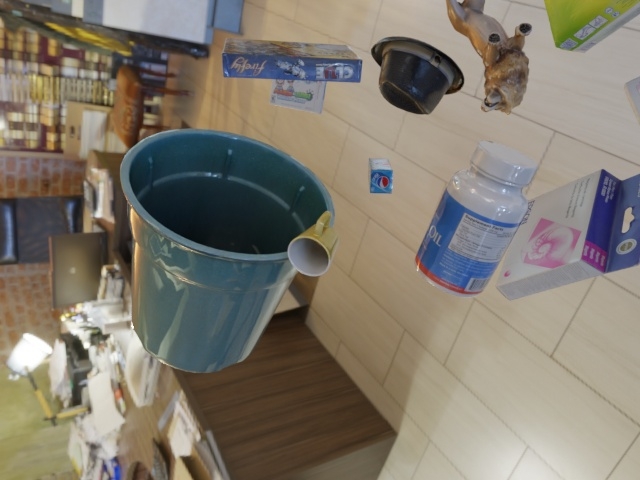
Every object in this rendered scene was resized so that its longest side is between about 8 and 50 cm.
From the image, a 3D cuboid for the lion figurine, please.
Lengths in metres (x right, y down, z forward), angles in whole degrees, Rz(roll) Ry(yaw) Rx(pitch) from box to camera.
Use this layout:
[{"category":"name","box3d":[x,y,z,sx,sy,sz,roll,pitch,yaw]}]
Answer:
[{"category":"lion figurine","box3d":[0.420,-0.528,1.341,0.142,0.240,0.392,-22,76,7]}]

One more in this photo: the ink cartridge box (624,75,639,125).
[{"category":"ink cartridge box","box3d":[0.768,-0.261,1.069,0.189,0.066,0.232,-23,74,28]}]

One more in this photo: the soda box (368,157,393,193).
[{"category":"soda box","box3d":[0.183,-0.202,1.606,0.210,0.067,0.071,-82,-8,-71]}]

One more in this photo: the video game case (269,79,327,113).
[{"category":"video game case","box3d":[-0.058,-0.423,1.392,0.157,0.019,0.143,16,108,21]}]

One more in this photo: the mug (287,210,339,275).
[{"category":"mug","box3d":[0.001,0.004,0.719,0.078,0.064,0.062,-35,100,36]}]

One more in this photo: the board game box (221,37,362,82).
[{"category":"board game box","box3d":[-0.056,-0.336,0.970,0.165,0.243,0.042,-102,15,-60]}]

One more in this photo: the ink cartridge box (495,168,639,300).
[{"category":"ink cartridge box","box3d":[0.607,-0.028,1.264,0.071,0.324,0.330,41,144,-12]}]

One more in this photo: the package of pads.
[{"category":"package of pads","box3d":[0.511,-0.528,0.940,0.229,0.101,0.297,-35,57,58]}]

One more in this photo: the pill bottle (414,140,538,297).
[{"category":"pill bottle","box3d":[0.238,-0.033,0.800,0.124,0.124,0.222,46,129,41]}]

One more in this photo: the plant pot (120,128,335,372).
[{"category":"plant pot","box3d":[-0.187,0.035,0.927,0.341,0.341,0.334,55,138,35]}]

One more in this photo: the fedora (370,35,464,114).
[{"category":"fedora","box3d":[0.300,-0.520,1.719,0.334,0.334,0.153,15,81,52]}]
